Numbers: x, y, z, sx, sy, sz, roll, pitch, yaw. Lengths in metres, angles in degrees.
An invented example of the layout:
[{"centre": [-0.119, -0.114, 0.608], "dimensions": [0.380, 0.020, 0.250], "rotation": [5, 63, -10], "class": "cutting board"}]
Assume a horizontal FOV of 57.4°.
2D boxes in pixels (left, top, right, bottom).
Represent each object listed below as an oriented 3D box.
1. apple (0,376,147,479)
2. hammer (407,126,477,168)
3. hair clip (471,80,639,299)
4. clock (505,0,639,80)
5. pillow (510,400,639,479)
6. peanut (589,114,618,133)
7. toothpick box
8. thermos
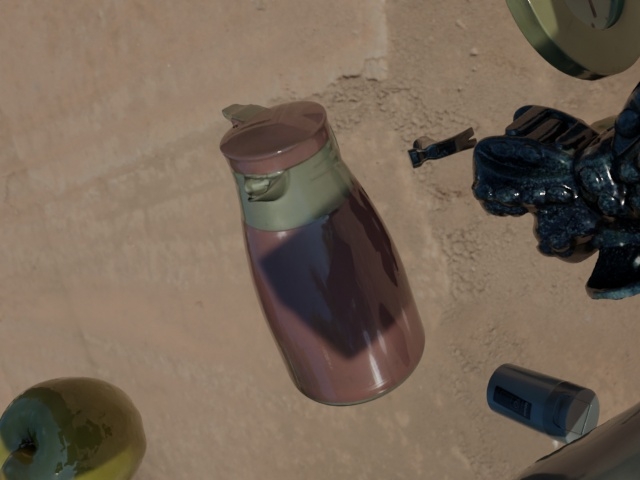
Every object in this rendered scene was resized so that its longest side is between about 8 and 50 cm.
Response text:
[{"centre": [-0.323, 0.267, 0.754], "dimensions": [0.200, 0.200, 0.200], "rotation": [22, 124, 38], "class": "apple"}, {"centre": [0.192, -0.163, 1.011], "dimensions": [0.111, 0.288, 0.033], "rotation": [-18, 100, 5], "class": "hammer"}, {"centre": [0.317, -0.067, 0.617], "dimensions": [0.206, 0.194, 0.310], "rotation": [57, 153, -9], "class": "hair clip"}, {"centre": [0.285, -0.292, 0.647], "dimensions": [0.029, 0.234, 0.235], "rotation": [-12, 100, 60], "class": "clock"}, {"centre": [0.157, 0.165, 0.315], "dimensions": [0.254, 0.144, 0.078], "rotation": [-38, 101, 11], "class": "pillow"}, {"centre": [0.505, -0.131, 0.967], "dimensions": [0.153, 0.324, 0.140], "rotation": [-49, 60, 49], "class": "peanut"}, {"centre": [0.198, 0.146, 0.525], "dimensions": [0.083, 0.052, 0.052], "rotation": [9, 115, 56], "class": "toothpick box"}, {"centre": [0.000, 0.000, 0.536], "dimensions": [0.145, 0.176, 0.265], "rotation": [-7, 125, 19], "class": "thermos"}]
